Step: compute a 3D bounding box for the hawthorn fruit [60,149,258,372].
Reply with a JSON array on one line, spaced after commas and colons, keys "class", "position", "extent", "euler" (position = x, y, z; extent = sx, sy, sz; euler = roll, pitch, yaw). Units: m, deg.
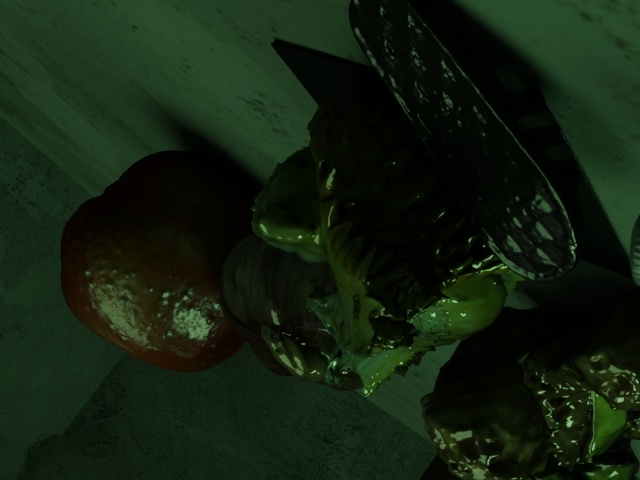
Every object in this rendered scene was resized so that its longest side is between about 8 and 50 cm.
[{"class": "hawthorn fruit", "position": [-0.172, 0.035, 1.191], "extent": [0.299, 0.275, 0.275], "euler": [41, 169, -17]}]

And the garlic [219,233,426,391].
[{"class": "garlic", "position": [0.004, 0.084, 1.018], "extent": [0.245, 0.160, 0.245], "euler": [10, 150, 6]}]

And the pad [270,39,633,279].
[{"class": "pad", "position": [0.083, -0.057, 0.628], "extent": [0.245, 0.006, 0.170], "euler": [27, 166, 44]}]

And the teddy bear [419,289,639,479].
[{"class": "teddy bear", "position": [0.176, 0.167, 0.718], "extent": [0.222, 0.246, 0.296], "euler": [64, 178, -2]}]

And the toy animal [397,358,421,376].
[{"class": "toy animal", "position": [0.034, 0.110, 1.427], "extent": [0.229, 0.066, 0.224], "euler": [29, -169, -12]}]

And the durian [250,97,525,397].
[{"class": "durian", "position": [0.036, 0.009, 0.587], "extent": [0.172, 0.166, 0.306], "euler": [39, 179, 4]}]

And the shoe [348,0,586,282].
[{"class": "shoe", "position": [0.086, -0.064, 0.480], "extent": [0.179, 0.049, 0.071], "euler": [55, 152, -4]}]

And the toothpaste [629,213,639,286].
[{"class": "toothpaste", "position": [0.251, 0.035, 0.341], "extent": [0.282, 0.068, 0.099], "euler": [17, -169, 37]}]
